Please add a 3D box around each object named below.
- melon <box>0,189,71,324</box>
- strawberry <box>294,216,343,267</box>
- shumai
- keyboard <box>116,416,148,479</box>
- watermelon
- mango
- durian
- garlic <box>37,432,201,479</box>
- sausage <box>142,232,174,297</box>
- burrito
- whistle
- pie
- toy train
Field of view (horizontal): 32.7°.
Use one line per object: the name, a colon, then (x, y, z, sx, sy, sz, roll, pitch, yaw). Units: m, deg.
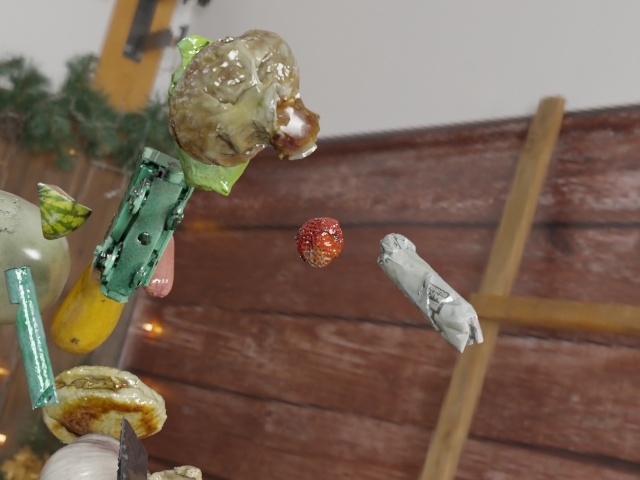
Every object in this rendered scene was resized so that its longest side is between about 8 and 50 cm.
melon: (-0.657, 0.026, 2.143, 0.330, 0.268, 0.268, 24, -14, -21)
strawberry: (0.000, 0.000, 1.832, 0.083, 0.083, 0.096, 18, -43, -18)
shumai: (-0.092, -0.182, 1.461, 0.153, 0.209, 0.161, 32, -26, 51)
keyboard: (-0.242, 0.311, 1.393, 0.015, 0.196, 0.074, -18, -59, 4)
watermelon: (-0.381, -0.046, 1.648, 0.069, 0.086, 0.163, -4, 3, -4)
mango: (-0.421, 0.121, 2.039, 0.109, 0.157, 0.262, 34, -46, -9)
durian: (-0.151, -0.181, 1.576, 0.101, 0.250, 0.139, 24, 35, 29)
garlic: (-0.285, 0.388, 1.654, 0.253, 0.245, 0.245, -30, -28, 16)
sausage: (-0.309, 0.040, 2.078, 0.062, 0.154, 0.062, -3, -41, -3)
burrito: (0.141, 0.064, 1.458, 0.064, 0.064, 0.203, 29, 17, -52)
whistle: (-0.381, 0.127, 1.438, 0.039, 0.186, 0.039, -13, -2, -1)
pie: (-0.363, 0.285, 1.820, 0.205, 0.084, 0.178, -5, -44, 11)
toy train: (-0.303, -0.028, 1.844, 0.115, 0.269, 0.154, 22, 20, -16)
